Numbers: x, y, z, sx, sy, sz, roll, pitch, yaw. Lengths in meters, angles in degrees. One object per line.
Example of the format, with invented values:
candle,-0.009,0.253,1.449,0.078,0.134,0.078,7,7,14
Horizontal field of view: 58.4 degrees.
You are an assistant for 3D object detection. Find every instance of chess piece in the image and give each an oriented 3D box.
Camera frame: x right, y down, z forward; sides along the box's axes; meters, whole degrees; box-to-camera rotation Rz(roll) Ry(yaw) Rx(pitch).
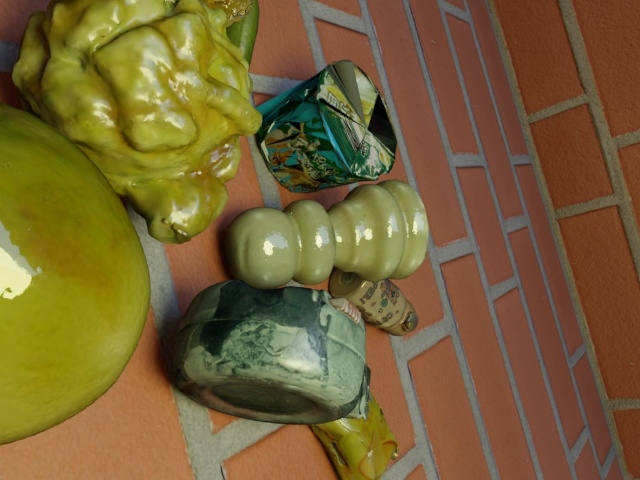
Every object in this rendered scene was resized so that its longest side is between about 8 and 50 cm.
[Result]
chess piece,0.000,0.000,0.959,0.331,0.182,0.182,-8,82,-28

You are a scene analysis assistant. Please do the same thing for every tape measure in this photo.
tape measure,-0.064,0.158,0.784,0.275,0.257,0.147,68,25,-54

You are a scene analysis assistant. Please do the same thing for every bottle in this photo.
bottle,0.120,0.123,1.151,0.209,0.110,0.097,39,79,-36

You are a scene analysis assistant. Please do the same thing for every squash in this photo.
squash,-0.151,-0.368,1.034,0.069,0.069,0.238,33,52,-41

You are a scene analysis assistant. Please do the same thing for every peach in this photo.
peach,-0.306,0.027,0.504,0.314,0.282,0.315,-54,128,-54

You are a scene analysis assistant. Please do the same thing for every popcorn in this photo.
popcorn,-0.216,-0.187,0.701,0.335,0.275,0.278,-106,-168,-45

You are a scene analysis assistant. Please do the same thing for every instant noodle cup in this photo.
instant noodle cup,0.006,-0.196,1.073,0.240,0.178,0.240,23,59,-45

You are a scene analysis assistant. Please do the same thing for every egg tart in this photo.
egg tart,-0.176,-0.427,0.990,0.131,0.052,0.130,3,72,-11

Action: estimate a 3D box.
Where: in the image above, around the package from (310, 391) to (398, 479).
package,0.062,0.338,1.008,0.168,0.090,0.226,-40,106,-53
